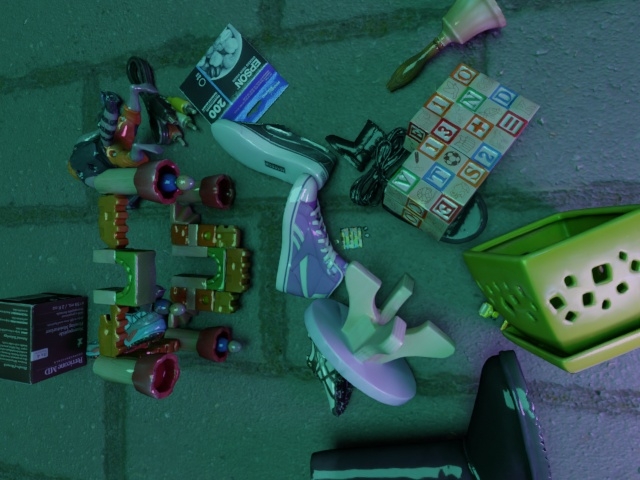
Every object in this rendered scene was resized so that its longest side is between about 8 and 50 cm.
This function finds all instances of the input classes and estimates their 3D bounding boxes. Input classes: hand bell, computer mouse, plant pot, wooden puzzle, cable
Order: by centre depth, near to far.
[{"bbox_3d":[0.413,0.078,0.686,0.226,0.228,0.207,-21,91,-2],"label":"plant pot"},{"bbox_3d":[0.233,-0.396,0.831,0.242,0.126,0.126,-37,80,26],"label":"hand bell"},{"bbox_3d":[0.215,-0.094,0.845,0.272,0.072,0.189,36,96,18],"label":"computer mouse"},{"bbox_3d":[0.070,-0.005,0.923,0.083,0.006,0.050,-5,89,18],"label":"wooden puzzle"},{"bbox_3d":[-0.426,-0.358,1.070,0.287,0.072,0.140,49,121,24],"label":"cable"}]

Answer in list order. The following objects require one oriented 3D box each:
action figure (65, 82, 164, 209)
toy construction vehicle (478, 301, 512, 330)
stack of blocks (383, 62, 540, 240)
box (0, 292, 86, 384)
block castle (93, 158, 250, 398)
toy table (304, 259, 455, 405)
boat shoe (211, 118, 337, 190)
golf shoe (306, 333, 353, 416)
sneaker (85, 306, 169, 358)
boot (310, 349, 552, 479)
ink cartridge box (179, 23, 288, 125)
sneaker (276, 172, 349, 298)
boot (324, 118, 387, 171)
[{"bbox_3d":[-0.535,-0.265,1.018,0.330,0.178,0.342,-27,78,30],"label":"action figure"},{"bbox_3d":[0.373,0.136,0.817,0.098,0.035,0.086,24,98,8],"label":"toy construction vehicle"},{"bbox_3d":[0.243,-0.170,0.765,0.171,0.087,0.297,37,77,15],"label":"stack of blocks"},{"bbox_3d":[-0.768,0.255,1.109,0.166,0.168,0.204,1,91,17],"label":"box"},{"bbox_3d":[-0.303,0.070,0.890,0.212,0.303,0.455,2,92,17],"label":"block castle"},{"bbox_3d":[0.119,0.176,0.804,0.274,0.252,0.161,34,117,-9],"label":"toy table"},{"bbox_3d":[-0.105,-0.218,0.932,0.300,0.108,0.102,24,62,15],"label":"boat shoe"},{"bbox_3d":[0.017,0.289,0.916,0.093,0.077,0.199,-8,81,28],"label":"golf shoe"},{"bbox_3d":[-0.506,0.237,1.078,0.261,0.104,0.125,-22,64,15],"label":"sneaker"},{"bbox_3d":[0.188,0.410,0.789,0.444,0.146,0.368,-13,103,20],"label":"boot"},{"bbox_3d":[-0.216,-0.376,0.993,0.206,0.045,0.208,-45,79,13],"label":"ink cartridge box"},{"bbox_3d":[0.000,0.000,0.888,0.160,0.102,0.283,14,116,13],"label":"sneaker"},{"bbox_3d":[0.083,-0.222,0.898,0.121,0.045,0.099,42,104,6],"label":"boot"}]
